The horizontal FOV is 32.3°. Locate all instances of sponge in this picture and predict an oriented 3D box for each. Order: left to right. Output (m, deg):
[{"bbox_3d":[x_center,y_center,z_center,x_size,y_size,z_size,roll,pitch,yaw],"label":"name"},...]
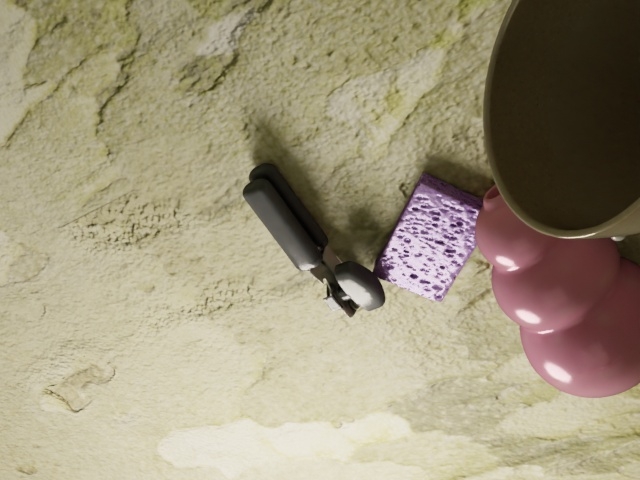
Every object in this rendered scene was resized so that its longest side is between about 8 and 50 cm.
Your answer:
[{"bbox_3d":[0.162,0.000,1.610,0.117,0.031,0.210,22,136,-2],"label":"sponge"}]

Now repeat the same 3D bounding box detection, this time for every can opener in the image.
[{"bbox_3d":[0.000,0.000,1.634,0.095,0.076,0.283,-19,123,28],"label":"can opener"}]

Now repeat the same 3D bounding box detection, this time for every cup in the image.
[{"bbox_3d":[0.366,-0.154,1.172,0.237,0.331,0.331,7,142,-27],"label":"cup"}]

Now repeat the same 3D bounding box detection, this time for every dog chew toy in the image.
[{"bbox_3d":[0.328,0.056,1.501,0.206,0.206,0.332,-25,113,36],"label":"dog chew toy"}]

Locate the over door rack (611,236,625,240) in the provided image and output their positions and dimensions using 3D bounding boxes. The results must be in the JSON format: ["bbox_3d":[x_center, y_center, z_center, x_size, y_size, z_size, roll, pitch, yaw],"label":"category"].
[{"bbox_3d":[0.492,-0.029,1.357,0.239,0.108,0.324,-26,101,37],"label":"over door rack"}]

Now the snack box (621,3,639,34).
[{"bbox_3d":[0.333,-0.282,1.271,0.141,0.037,0.100,30,136,-12],"label":"snack box"}]
